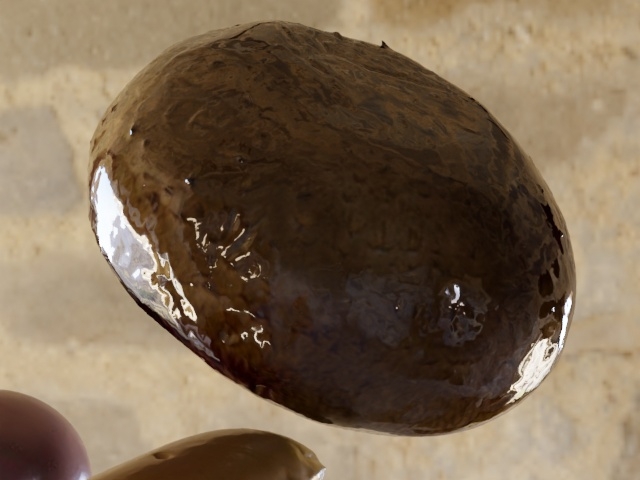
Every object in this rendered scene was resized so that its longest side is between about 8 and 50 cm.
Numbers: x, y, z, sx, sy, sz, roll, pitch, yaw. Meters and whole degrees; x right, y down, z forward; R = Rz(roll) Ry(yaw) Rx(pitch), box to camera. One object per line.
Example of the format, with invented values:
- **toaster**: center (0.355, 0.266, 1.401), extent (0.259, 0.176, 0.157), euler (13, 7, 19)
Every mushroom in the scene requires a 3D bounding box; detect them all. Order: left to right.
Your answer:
- **mushroom**: center (0.007, -0.020, 1.006), extent (0.345, 0.239, 0.345), euler (5, 17, -2)

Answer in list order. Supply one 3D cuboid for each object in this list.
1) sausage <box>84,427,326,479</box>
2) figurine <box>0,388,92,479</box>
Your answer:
- **sausage**: center (-0.132, 0.200, 0.872), extent (0.354, 0.116, 0.134), euler (-28, -21, -46)
- **figurine**: center (-0.358, 0.281, 1.602), extent (0.270, 0.261, 0.211), euler (27, -51, -13)
